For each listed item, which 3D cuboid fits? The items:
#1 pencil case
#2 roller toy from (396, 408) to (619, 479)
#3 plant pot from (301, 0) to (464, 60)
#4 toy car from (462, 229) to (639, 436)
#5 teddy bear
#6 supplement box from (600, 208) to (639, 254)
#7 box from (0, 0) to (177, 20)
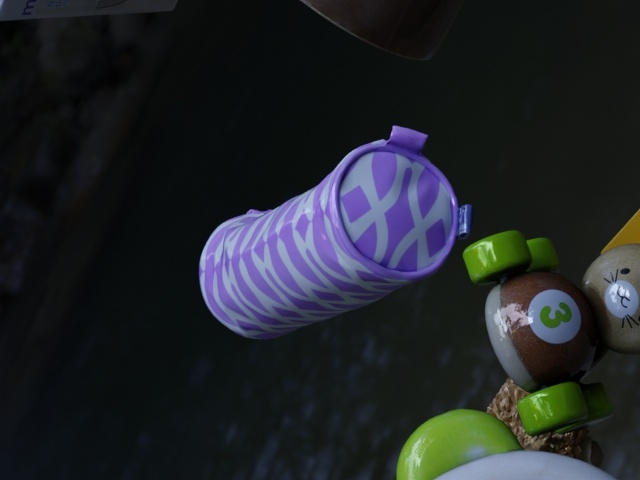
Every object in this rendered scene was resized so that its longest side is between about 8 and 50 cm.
[{"bbox_3d":[0.000,0.000,1.081,0.206,0.086,0.088,-26,59,58],"label":"pencil case"},{"bbox_3d":[0.106,0.220,1.064,0.146,0.191,0.209,132,160,-81],"label":"roller toy"},{"bbox_3d":[0.075,-0.311,1.577,0.230,0.215,0.215,-54,16,22],"label":"plant pot"},{"bbox_3d":[0.232,0.048,1.432,0.188,0.155,0.149,-24,-13,21],"label":"toy car"},{"bbox_3d":[0.168,0.271,1.767,0.338,0.113,0.245,-58,-16,12],"label":"teddy bear"},{"bbox_3d":[0.378,-0.024,1.538,0.194,0.129,0.191,-21,-25,-46],"label":"supplement box"},{"bbox_3d":[-0.196,-0.337,1.612,0.231,0.127,0.262,-12,-43,-52],"label":"box"}]
